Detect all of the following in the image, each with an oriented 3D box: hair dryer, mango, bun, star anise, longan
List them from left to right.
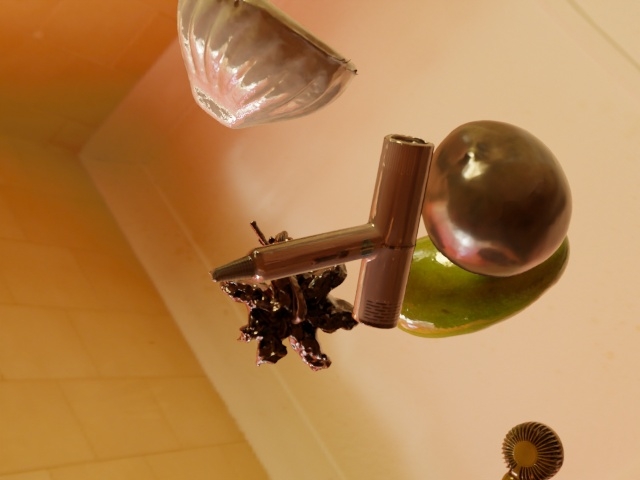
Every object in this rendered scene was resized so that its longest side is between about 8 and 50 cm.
[{"bbox_3d":[-0.096,-0.238,1.213,0.263,0.263,0.175,43,-78,27],"label":"bun"},{"bbox_3d":[-0.045,0.102,1.345,0.220,0.126,0.190,24,-77,-11],"label":"star anise"},{"bbox_3d":[-0.001,-0.012,0.871,0.053,0.220,0.195,34,-63,57],"label":"hair dryer"},{"bbox_3d":[0.222,0.053,1.320,0.293,0.143,0.175,-19,-142,17],"label":"mango"},{"bbox_3d":[0.221,-0.048,1.143,0.196,0.196,0.220,-43,-157,19],"label":"longan"}]

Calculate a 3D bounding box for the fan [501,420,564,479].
[{"bbox_3d":[0.272,0.322,1.229,0.082,0.039,0.155,29,-78,34],"label":"fan"}]
